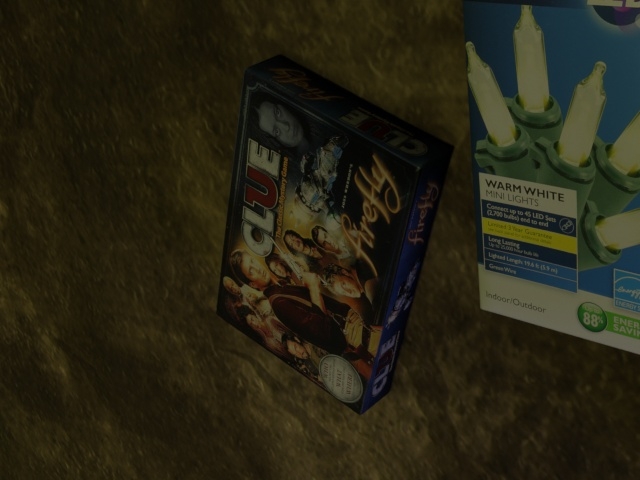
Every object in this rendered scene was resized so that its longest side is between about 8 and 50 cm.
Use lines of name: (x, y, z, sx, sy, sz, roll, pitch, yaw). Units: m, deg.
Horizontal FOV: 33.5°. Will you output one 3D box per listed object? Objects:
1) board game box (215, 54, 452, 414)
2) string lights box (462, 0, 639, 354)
board game box: (0.000, 0.000, 0.827, 0.165, 0.042, 0.243, 32, 132, 27)
string lights box: (0.158, -0.074, 0.607, 0.133, 0.077, 0.259, 14, 122, 39)
